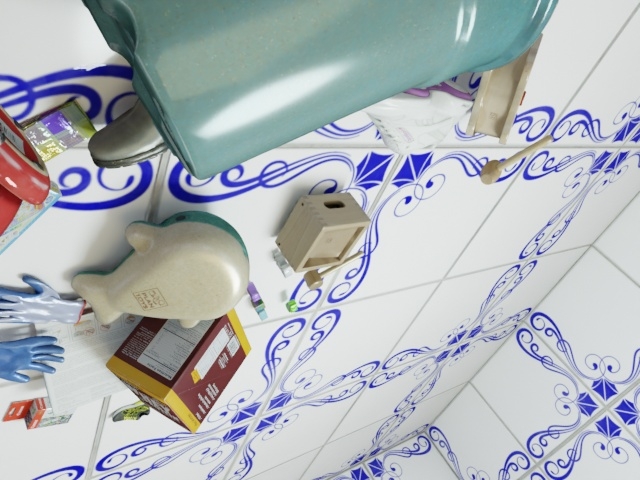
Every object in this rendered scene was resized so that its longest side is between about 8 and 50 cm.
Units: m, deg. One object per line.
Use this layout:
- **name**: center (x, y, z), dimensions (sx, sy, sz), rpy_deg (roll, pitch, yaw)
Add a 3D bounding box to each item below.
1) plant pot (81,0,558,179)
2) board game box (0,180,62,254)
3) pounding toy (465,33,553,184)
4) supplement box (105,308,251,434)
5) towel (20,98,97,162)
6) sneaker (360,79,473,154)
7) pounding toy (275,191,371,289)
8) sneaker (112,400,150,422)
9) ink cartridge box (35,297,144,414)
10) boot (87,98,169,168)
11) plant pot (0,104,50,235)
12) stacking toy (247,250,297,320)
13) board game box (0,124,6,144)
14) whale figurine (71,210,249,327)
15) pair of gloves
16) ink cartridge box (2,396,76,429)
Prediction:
- **plant pot**: center (-0.030, -0.240, 0.484), dimensions (0.334, 0.341, 0.341), rpy_deg (-32, 148, -12)
- **board game box**: center (-0.419, -0.033, 0.674), dimensions (0.154, 0.026, 0.103), rpy_deg (-41, 148, 6)
- **pounding toy**: center (0.366, -0.247, 1.014), dimensions (0.154, 0.154, 0.270), rpy_deg (-52, 156, -52)
- **supplement box**: center (-0.246, 0.212, 0.987), dimensions (0.194, 0.129, 0.191), rpy_deg (-56, 157, -28)
- **towel**: center (-0.322, -0.131, 0.661), dimensions (0.083, 0.009, 0.060), rpy_deg (-31, 147, -10)
- **sneaker**: center (0.137, -0.207, 0.913), dimensions (0.305, 0.114, 0.152), rpy_deg (-4, 134, -42)
- **pounding toy**: center (0.004, 0.003, 1.077), dimensions (0.181, 0.094, 0.206), rpy_deg (-9, 144, -42)
- **sneaker**: center (-0.418, 0.384, 1.199), dimensions (0.083, 0.035, 0.031), rpy_deg (-20, 144, -25)
- **ink cartridge box**: center (-0.399, 0.181, 0.966), dimensions (0.189, 0.066, 0.232), rpy_deg (-15, 121, -31)
- **boot**: center (-0.192, -0.206, 0.642), dimensions (0.246, 0.083, 0.161), rpy_deg (-36, 141, -17)
- **plant pot**: center (-0.380, -0.066, 0.519), dimensions (0.174, 0.191, 0.191), rpy_deg (-36, 148, -8)
- **stacking toy**: center (-0.137, 0.126, 1.138), dimensions (0.167, 0.052, 0.221), rpy_deg (-26, 148, -14)
- **board game box**: center (-0.367, -0.167, 0.320), dimensions (0.232, 0.141, 0.291), rpy_deg (-21, 110, -24)
- **whale figurine**: center (-0.248, 0.046, 0.870), dimensions (0.272, 0.141, 0.216), rpy_deg (-17, 126, 7)
- **pair of gloves**: center (-0.456, 0.141, 0.831), dimensions (0.159, 0.023, 0.198), rpy_deg (16, 111, -47)
- **ink cartridge box**: center (-0.528, 0.327, 1.024), dimensions (0.115, 0.029, 0.063), rpy_deg (6, 128, -49)
